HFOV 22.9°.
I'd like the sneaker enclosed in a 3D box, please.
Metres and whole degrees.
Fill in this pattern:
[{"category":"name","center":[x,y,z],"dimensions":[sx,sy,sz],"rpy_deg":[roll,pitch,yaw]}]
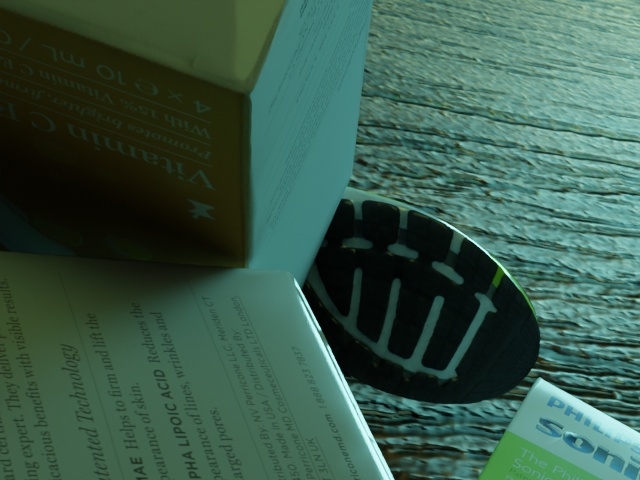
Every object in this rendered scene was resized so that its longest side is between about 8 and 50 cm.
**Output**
[{"category":"sneaker","center":[0.000,0.000,0.969],"dimensions":[0.300,0.111,0.121],"rpy_deg":[28,12,6]}]

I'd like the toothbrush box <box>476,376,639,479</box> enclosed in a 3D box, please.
[{"category":"toothbrush box","center":[0.129,0.217,0.717],"dimensions":[0.206,0.122,0.283],"rpy_deg":[28,33,10]}]

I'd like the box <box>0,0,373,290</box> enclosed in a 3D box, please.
[{"category":"box","center":[-0.101,-0.078,0.729],"dimensions":[0.215,0.345,0.168],"rpy_deg":[19,65,7]}]

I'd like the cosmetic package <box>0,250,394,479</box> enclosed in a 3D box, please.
[{"category":"cosmetic package","center":[-0.189,0.122,0.576],"dimensions":[0.385,0.217,0.156],"rpy_deg":[2,37,-27]}]
